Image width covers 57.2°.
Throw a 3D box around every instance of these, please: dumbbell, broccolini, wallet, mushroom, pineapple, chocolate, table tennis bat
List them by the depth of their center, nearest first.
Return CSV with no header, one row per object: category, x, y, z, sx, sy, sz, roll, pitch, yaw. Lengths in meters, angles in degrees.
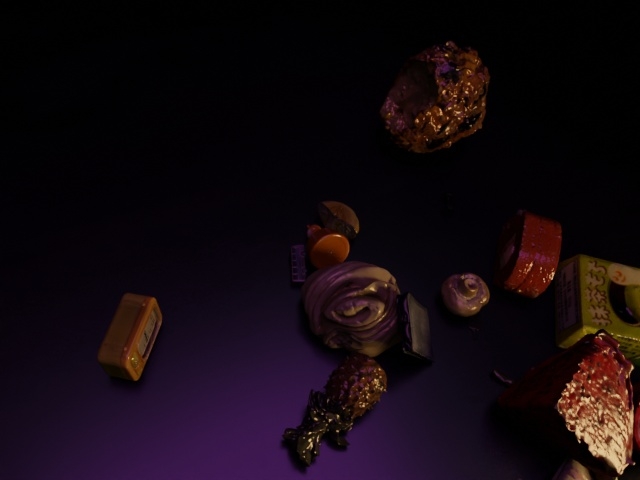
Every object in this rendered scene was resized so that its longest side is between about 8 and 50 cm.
pineapple,0.042,0.440,1.515,0.310,0.141,0.170,-43,97,-22
wallet,0.265,0.244,1.623,0.036,0.222,0.167,-14,66,21
broccolini,0.627,0.384,1.684,0.272,0.062,0.123,12,50,1
mushroom,0.433,0.161,1.765,0.148,0.112,0.147,8,48,-9
table tennis bat,0.466,0.260,1.766,0.050,0.007,0.083,11,54,-2
chocolate,0.880,0.204,1.789,0.289,0.137,0.300,13,56,0
dumbbell,0.437,-0.129,2.001,0.036,0.040,0.083,27,51,-29

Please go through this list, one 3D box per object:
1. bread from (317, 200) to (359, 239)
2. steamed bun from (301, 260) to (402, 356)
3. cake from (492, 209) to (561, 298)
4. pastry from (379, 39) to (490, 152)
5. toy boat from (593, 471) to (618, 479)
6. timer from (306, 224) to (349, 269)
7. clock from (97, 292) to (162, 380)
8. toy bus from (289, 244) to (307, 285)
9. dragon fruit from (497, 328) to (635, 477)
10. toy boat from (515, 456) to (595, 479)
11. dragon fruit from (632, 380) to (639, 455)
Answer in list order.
bread,0.061,-0.076,1.881,0.157,0.083,0.094,28,55,8
steamed bun,0.102,0.171,1.651,0.276,0.203,0.289,-25,63,-25
cake,0.648,0.035,1.842,0.151,0.177,0.282,19,57,4
pastry,0.416,-0.479,2.036,0.338,0.405,0.292,-1,51,-36
toy boat,0.759,0.601,1.531,0.099,0.108,0.292,-15,54,18
timer,0.000,0.000,1.818,0.132,0.131,0.152,-16,36,-18
clock,-0.495,0.253,1.543,0.096,0.143,0.202,9,56,6
toy bus,-0.067,0.076,1.790,0.052,0.037,0.130,-2,58,-4
dragon fruit,0.689,0.423,1.575,0.286,0.228,0.329,44,59,-4
toy boat,0.624,0.690,1.454,0.294,0.111,0.275,-11,66,-27
dragon fruit,0.965,0.496,1.567,0.306,0.226,0.305,-2,80,14
